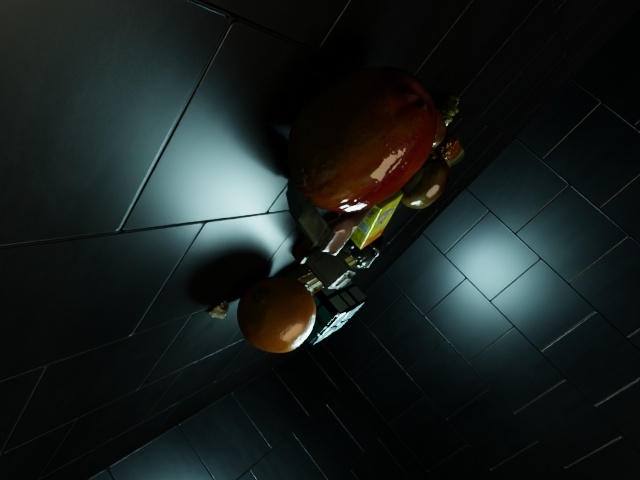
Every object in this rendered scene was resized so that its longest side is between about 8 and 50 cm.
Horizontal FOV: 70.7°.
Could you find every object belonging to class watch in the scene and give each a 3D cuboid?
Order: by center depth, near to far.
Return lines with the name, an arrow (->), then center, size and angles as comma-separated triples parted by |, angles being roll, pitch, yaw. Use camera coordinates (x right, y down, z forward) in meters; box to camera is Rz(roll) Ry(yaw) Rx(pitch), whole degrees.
watch -> 0.015, -0.116, 1.262 | 0.253, 0.241, 0.161 | -49, 177, -46

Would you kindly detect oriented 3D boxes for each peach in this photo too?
peach -> 0.098, -0.238, 1.058 | 0.373, 0.289, 0.372 | -36, 171, -7

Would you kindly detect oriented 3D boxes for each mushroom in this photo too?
mushroom -> 0.451, -0.264, 1.936 | 0.297, 0.163, 0.278 | -73, -176, -52

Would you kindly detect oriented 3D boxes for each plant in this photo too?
plant -> 0.242, 0.049, 2.402 | 0.256, 0.142, 0.164 | -41, 168, -48

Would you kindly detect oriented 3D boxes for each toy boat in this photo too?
toy boat -> -0.028, 0.165, 2.081 | 0.446, 0.136, 0.162 | -29, 134, -34

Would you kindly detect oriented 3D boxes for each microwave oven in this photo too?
microwave oven -> 0.040, 0.114, 1.831 | 0.129, 0.163, 0.205 | -40, 166, 5

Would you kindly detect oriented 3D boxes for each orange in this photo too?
orange -> -0.171, 0.288, 1.774 | 0.312, 0.312, 0.312 | -38, 163, -13

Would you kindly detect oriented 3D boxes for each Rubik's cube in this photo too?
Rubik's cube -> 0.012, 0.315, 2.300 | 0.294, 0.283, 0.288 | -23, 156, -52

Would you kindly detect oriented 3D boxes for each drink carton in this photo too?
drink carton -> 0.239, -0.115, 2.024 | 0.155, 0.111, 0.351 | -34, 161, -26

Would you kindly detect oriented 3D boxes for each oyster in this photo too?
oyster -> -0.383, 0.271, 1.714 | 0.098, 0.037, 0.100 | -49, 162, 23

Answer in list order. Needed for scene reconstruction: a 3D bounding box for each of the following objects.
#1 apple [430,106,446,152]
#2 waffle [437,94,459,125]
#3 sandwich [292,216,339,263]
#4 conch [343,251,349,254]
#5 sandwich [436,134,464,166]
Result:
apple -> 0.300, -0.353, 1.435 | 0.188, 0.174, 0.188 | -35, 163, -12
waffle -> 0.393, -0.388, 1.646 | 0.297, 0.073, 0.317 | -54, 177, 37
sandwich -> 0.000, 0.000, 1.849 | 0.215, 0.065, 0.186 | -24, 156, -44
conch -> 0.104, 0.093, 2.301 | 0.121, 0.074, 0.089 | 33, 67, -51
sandwich -> 0.577, -0.415, 2.057 | 0.185, 0.109, 0.159 | -34, 135, -35
